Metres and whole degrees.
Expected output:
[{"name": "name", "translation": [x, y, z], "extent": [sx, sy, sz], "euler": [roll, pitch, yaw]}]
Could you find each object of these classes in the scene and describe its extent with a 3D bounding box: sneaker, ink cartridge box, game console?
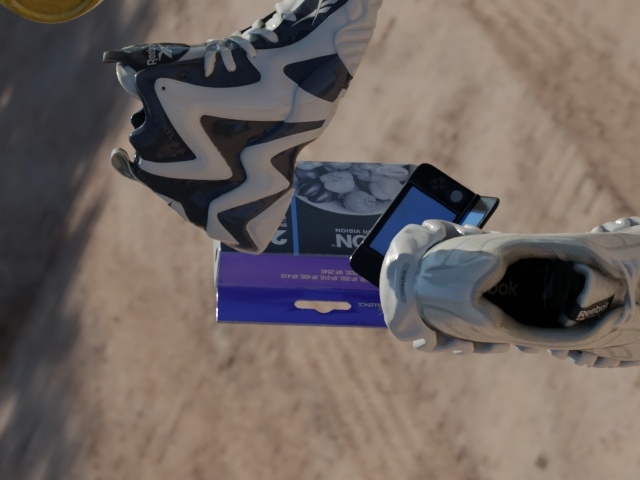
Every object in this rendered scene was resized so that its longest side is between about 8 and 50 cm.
[{"name": "sneaker", "translation": [0.191, 0.037, 1.339], "extent": [0.118, 0.292, 0.110], "euler": [-2, 90, 64]}, {"name": "ink cartridge box", "translation": [0.000, 0.000, 1.897], "extent": [0.208, 0.206, 0.045], "euler": [-95, 9, -48]}, {"name": "game console", "translation": [0.091, -0.006, 1.753], "extent": [0.122, 0.107, 0.071], "euler": [-53, -22, -4]}, {"name": "sneaker", "translation": [-0.061, -0.123, 1.307], "extent": [0.094, 0.153, 0.235], "euler": [-94, 29, -70]}]

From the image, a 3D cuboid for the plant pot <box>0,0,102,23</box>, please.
[{"name": "plant pot", "translation": [-0.180, -0.199, 1.305], "extent": [0.134, 0.134, 0.095], "euler": [-53, 30, 31]}]
